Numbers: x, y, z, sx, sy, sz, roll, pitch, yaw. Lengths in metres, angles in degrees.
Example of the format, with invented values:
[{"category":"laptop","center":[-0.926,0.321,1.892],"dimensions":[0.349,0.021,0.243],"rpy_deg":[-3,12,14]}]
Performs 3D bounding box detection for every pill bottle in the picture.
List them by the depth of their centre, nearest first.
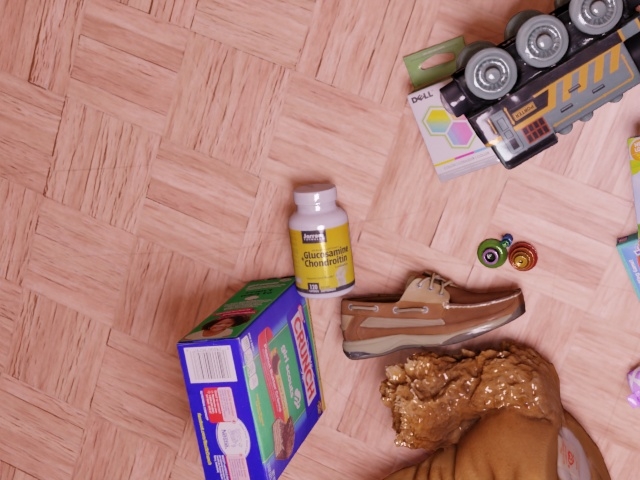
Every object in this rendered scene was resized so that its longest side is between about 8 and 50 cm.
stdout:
[{"category":"pill bottle","center":[0.000,0.000,1.842],"dimensions":[0.103,0.103,0.184],"rpy_deg":[-2,105,19]}]

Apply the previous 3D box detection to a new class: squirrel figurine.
[{"category":"squirrel figurine","center":[0.241,0.366,1.816],"dimensions":[0.370,0.281,0.396],"rpy_deg":[-20,87,33]}]

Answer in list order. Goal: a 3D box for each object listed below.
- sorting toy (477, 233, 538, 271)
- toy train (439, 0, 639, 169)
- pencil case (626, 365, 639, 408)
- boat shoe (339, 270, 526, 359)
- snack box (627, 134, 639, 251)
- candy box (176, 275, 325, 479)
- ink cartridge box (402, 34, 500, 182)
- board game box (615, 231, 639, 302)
[{"category":"sorting toy","center":[0.305,0.023,1.779],"dimensions":[0.102,0.042,0.061],"rpy_deg":[3,106,18]},{"category":"toy train","center":[0.348,-0.254,1.615],"dimensions":[0.334,0.142,0.190],"rpy_deg":[-32,104,7]},{"category":"pencil case","center":[0.588,0.205,1.713],"dimensions":[0.206,0.088,0.086],"rpy_deg":[-34,91,25]},{"category":"boat shoe","center":[0.175,0.115,1.810],"dimensions":[0.324,0.122,0.119],"rpy_deg":[-13,91,20]},{"category":"snack box","center":[0.556,-0.062,1.595],"dimensions":[0.175,0.070,0.207],"rpy_deg":[-5,95,33]},{"category":"candy box","center":[-0.105,0.234,1.830],"dimensions":[0.122,0.317,0.268],"rpy_deg":[-5,105,18]},{"category":"ink cartridge box","center":[0.210,-0.210,1.731],"dimensions":[0.109,0.062,0.209],"rpy_deg":[-18,99,22]},{"category":"board game box","center":[0.590,0.038,1.684],"dimensions":[0.210,0.047,0.160],"rpy_deg":[-23,98,24]}]
